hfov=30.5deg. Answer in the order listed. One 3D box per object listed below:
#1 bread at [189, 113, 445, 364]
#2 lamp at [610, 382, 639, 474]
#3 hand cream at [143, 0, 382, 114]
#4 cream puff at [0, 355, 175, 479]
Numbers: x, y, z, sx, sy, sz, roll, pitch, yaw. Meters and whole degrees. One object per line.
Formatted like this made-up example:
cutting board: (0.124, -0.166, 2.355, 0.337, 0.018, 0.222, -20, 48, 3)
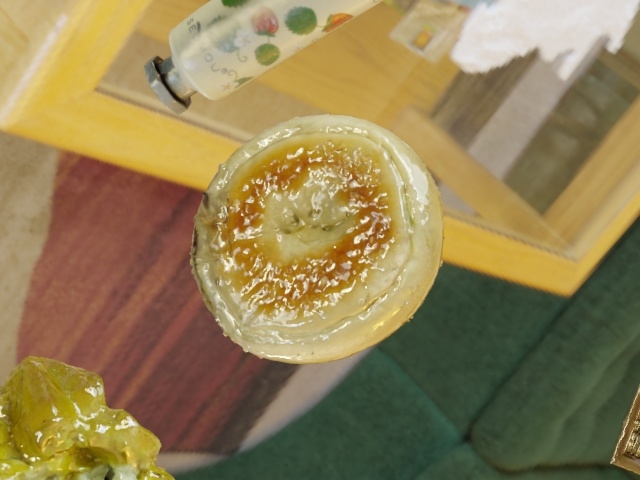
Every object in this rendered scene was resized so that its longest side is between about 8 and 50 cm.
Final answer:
bread: (0.000, 0.000, 1.367, 0.305, 0.305, 0.159, -48, 158, 7)
lamp: (0.356, 0.196, 1.015, 0.325, 0.090, 0.089, -176, -72, -86)
hand cream: (-0.001, -0.177, 0.798, 0.276, 0.095, 0.059, -32, 165, 16)
cream puff: (-0.222, 0.182, 0.906, 0.221, 0.195, 0.195, -9, 134, -38)
